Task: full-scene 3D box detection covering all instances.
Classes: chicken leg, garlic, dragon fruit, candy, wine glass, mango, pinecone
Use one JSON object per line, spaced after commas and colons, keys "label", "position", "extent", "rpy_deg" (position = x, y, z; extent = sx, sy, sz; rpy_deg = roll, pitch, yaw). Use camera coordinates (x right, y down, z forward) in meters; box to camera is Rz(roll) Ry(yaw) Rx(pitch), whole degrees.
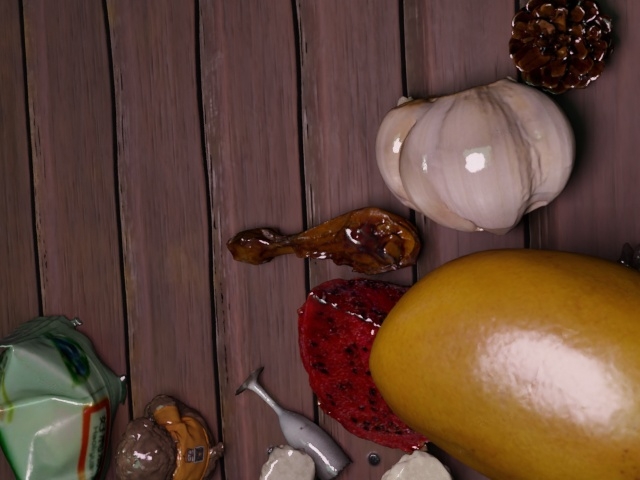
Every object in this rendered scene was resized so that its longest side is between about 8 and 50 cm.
{"label": "chicken leg", "position": [0.000, 0.000, 1.555], "extent": [0.304, 0.113, 0.093], "rpy_deg": [0, 73, 26]}
{"label": "garlic", "position": [0.196, -0.095, 1.419], "extent": [0.281, 0.185, 0.203], "rpy_deg": [-9, 107, 24]}
{"label": "dragon fruit", "position": [0.114, 0.173, 1.509], "extent": [0.316, 0.152, 0.205], "rpy_deg": [26, 123, 5]}
{"label": "candy", "position": [-0.411, 0.323, 1.678], "extent": [0.171, 0.263, 0.398], "rpy_deg": [-7, 91, 12]}
{"label": "wine glass", "position": [-0.041, 0.280, 1.621], "extent": [0.198, 0.066, 0.066], "rpy_deg": [45, 110, 13]}
{"label": "mango", "position": [0.274, 0.162, 1.265], "extent": [0.445, 0.232, 0.300], "rpy_deg": [13, 102, 22]}
{"label": "pinecone", "position": [0.307, -0.259, 1.388], "extent": [0.140, 0.121, 0.140], "rpy_deg": [0, 90, 17]}

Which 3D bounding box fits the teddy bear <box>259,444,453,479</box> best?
{"label": "teddy bear", "position": [-0.007, 0.431, 1.584], "extent": [0.375, 0.362, 0.327], "rpy_deg": [-31, 105, -13]}

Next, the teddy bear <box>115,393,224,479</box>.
{"label": "teddy bear", "position": [-0.238, 0.326, 1.642], "extent": [0.140, 0.190, 0.177], "rpy_deg": [3, 91, 30]}

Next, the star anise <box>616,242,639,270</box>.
{"label": "star anise", "position": [0.408, 0.097, 1.380], "extent": [0.315, 0.108, 0.315], "rpy_deg": [6, 105, 24]}
